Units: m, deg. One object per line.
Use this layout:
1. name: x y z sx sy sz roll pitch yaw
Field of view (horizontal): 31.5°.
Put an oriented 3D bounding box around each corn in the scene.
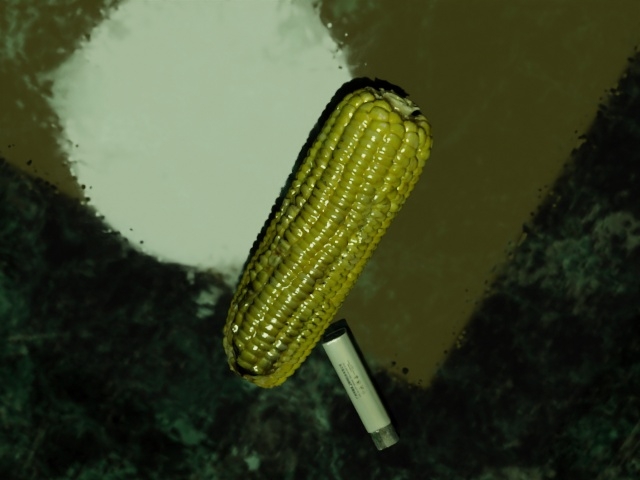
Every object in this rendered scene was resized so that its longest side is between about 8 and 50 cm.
1. corn: 0.000 0.000 0.697 0.072 0.072 0.203 28 103 -6

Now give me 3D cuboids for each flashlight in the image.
1. flashlight: 0.027 0.098 0.747 0.018 0.018 0.083 -26 102 6
